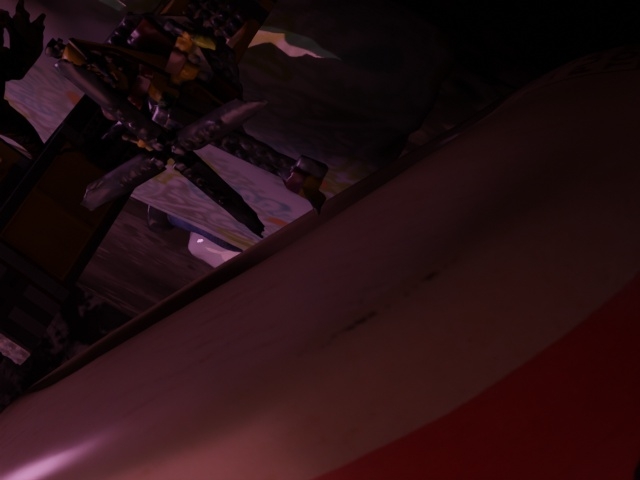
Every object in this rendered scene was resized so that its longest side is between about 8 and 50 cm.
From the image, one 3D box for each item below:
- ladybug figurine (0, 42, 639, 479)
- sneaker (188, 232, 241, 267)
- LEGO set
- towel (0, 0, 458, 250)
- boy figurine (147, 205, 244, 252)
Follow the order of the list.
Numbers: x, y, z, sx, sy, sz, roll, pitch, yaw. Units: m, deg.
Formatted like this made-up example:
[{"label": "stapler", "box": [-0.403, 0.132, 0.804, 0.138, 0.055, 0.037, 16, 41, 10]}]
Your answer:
[{"label": "ladybug figurine", "box": [0.026, 0.064, 0.586, 0.449, 0.305, 0.162, -30, 93, 34]}, {"label": "sneaker", "box": [-0.010, 0.070, 1.319, 0.297, 0.129, 0.111, 27, 171, 1]}, {"label": "LEGO set", "box": [-0.169, -0.061, 0.556, 0.255, 0.192, 0.331, 43, 133, -19]}, {"label": "towel", "box": [-0.104, -0.109, 0.776, 0.321, 0.090, 0.374, 23, 163, -2]}, {"label": "boy figurine", "box": [0.000, 0.000, 1.015, 0.285, 0.092, 0.177, 20, -159, 21]}]
